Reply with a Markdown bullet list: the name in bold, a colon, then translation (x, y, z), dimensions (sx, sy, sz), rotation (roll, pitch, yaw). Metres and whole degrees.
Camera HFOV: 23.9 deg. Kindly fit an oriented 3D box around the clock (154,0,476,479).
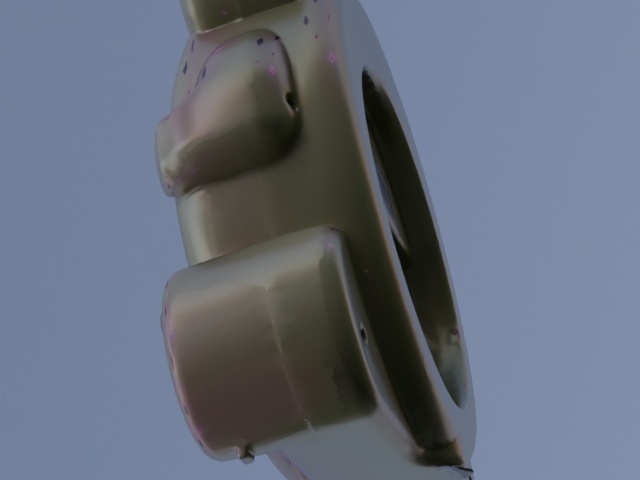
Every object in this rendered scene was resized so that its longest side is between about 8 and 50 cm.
- **clock**: translation (0.000, 0.000, 0.829), dimensions (0.114, 0.309, 0.284), rotation (-17, -30, 13)
